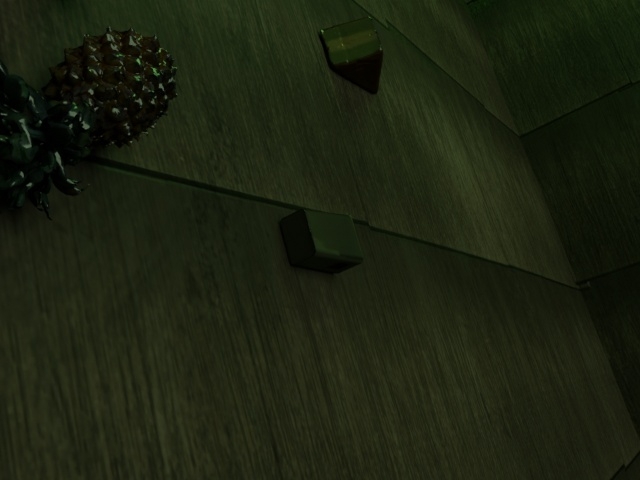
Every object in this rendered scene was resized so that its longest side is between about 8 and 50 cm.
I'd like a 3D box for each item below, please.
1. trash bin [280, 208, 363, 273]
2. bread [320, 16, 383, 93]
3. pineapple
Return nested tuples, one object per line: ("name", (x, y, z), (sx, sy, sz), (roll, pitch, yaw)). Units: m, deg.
("trash bin", (0.000, 0.000, 0.768), (0.092, 0.043, 0.060), (10, 60, -54))
("bread", (0.050, -0.286, 1.122), (0.139, 0.084, 0.074), (85, -12, -75))
("pineapple", (-0.167, -0.101, 0.492), (0.083, 0.103, 0.221), (27, 34, 0))
